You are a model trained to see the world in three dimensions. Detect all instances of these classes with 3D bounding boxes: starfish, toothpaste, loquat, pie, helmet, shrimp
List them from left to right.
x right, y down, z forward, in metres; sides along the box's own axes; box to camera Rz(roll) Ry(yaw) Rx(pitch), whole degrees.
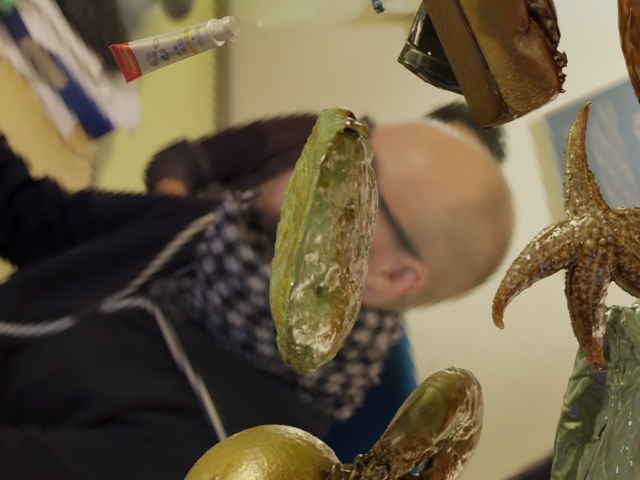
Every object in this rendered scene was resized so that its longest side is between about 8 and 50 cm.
[{"bbox_3d":[-0.166,-0.220,1.818,0.031,0.190,0.048,-45,115,-46],"label":"toothpaste"},{"bbox_3d":[-0.057,0.334,1.896,0.244,0.244,0.244,57,17,-29],"label":"loquat"},{"bbox_3d":[-0.001,-0.001,1.637,0.257,0.106,0.274,89,10,-64],"label":"pie"},{"bbox_3d":[0.083,-0.400,2.542,0.020,0.017,0.083,38,33,-63],"label":"toothpaste"},{"bbox_3d":[0.109,0.235,1.781,0.267,0.061,0.145,-30,124,-54],"label":"shrimp"},{"bbox_3d":[0.206,-0.278,2.071,0.193,0.189,0.216,15,12,-42],"label":"helmet"},{"bbox_3d":[0.241,-0.002,1.398,0.057,0.213,0.238,172,-95,-81],"label":"starfish"}]

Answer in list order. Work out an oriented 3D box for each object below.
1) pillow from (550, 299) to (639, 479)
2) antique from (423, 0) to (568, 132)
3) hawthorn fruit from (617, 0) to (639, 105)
[{"bbox_3d":[0.381,0.209,1.854,0.283,0.138,0.309,-6,110,-47],"label":"pillow"},{"bbox_3d":[0.143,-0.262,1.529,0.310,0.093,0.087,67,-13,-3],"label":"antique"},{"bbox_3d":[0.512,-0.259,1.655,0.471,0.472,0.471,57,17,-29],"label":"hawthorn fruit"}]
